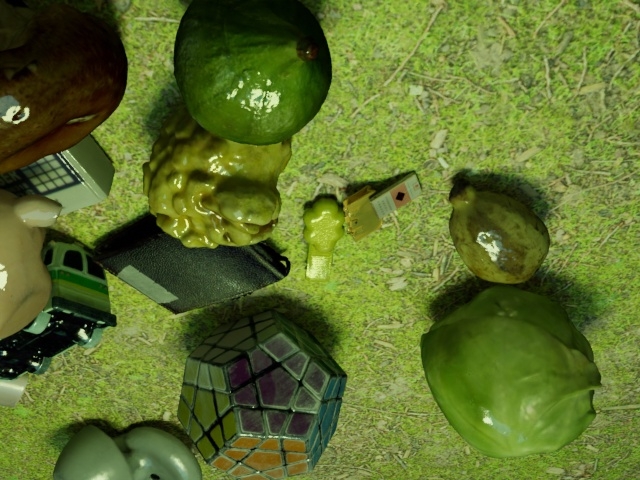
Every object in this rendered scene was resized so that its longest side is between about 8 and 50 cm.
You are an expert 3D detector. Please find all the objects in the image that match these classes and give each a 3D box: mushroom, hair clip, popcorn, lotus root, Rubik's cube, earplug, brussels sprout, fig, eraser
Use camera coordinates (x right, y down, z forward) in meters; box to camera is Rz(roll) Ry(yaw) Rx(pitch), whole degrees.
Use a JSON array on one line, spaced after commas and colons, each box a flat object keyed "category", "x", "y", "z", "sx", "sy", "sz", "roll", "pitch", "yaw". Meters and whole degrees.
[{"category": "mushroom", "x": -0.357, "y": -0.191, "z": 0.881, "sx": 0.267, "sy": 0.254, "sz": 0.267, "roll": -35, "pitch": 158, "yaw": -16}, {"category": "hair clip", "x": 0.000, "y": 0.000, "z": 1.231, "sx": 0.072, "sy": 0.046, "sz": 0.173, "roll": 1, "pitch": 135, "yaw": -10}, {"category": "popcorn", "x": -0.135, "y": -0.088, "z": 1.015, "sx": 0.226, "sy": 0.203, "sz": 0.200, "roll": -25, "pitch": 146, "yaw": -4}, {"category": "lotus root", "x": 0.276, "y": -0.012, "z": 1.185, "sx": 0.214, "sy": 0.138, "sz": 0.138, "roll": 39, "pitch": 124, "yaw": -23}, {"category": "Rubik's cube", "x": -0.106, "y": 0.289, "z": 1.373, "sx": 0.264, "sy": 0.319, "sz": 0.319, "roll": 15, "pitch": 141, "yaw": 18}, {"category": "earplug", "x": -0.430, "y": 0.520, "z": 1.670, "sx": 0.325, "sy": 0.175, "sz": 0.214, "roll": 8, "pitch": 130, "yaw": -13}, {"category": "brussels sprout", "x": 0.334, "y": 0.231, "z": 1.332, "sx": 0.328, "sy": 0.328, "sz": 0.247, "roll": 21, "pitch": 157, "yaw": -24}, {"category": "fig", "x": -0.061, "y": -0.218, "z": 0.835, "sx": 0.203, "sy": 0.203, "sz": 0.235, "roll": 16, "pitch": 167, "yaw": -19}, {"category": "eraser", "x": -0.457, "y": -0.083, "z": 1.085, "sx": 0.279, "sy": 0.081, "sz": 0.124, "roll": -17, "pitch": 135, "yaw": 14}]

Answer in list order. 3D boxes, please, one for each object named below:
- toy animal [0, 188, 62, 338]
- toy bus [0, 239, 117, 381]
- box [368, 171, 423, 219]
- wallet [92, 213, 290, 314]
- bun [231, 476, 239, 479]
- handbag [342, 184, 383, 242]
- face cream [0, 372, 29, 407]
[{"category": "toy animal", "x": -0.458, "y": 0.036, "z": 1.034, "sx": 0.166, "sy": 0.154, "sz": 0.250, "roll": -31, "pitch": 149, "yaw": -37}, {"category": "toy bus", "x": -0.486, "y": 0.123, "z": 1.247, "sx": 0.276, "sy": 0.165, "sz": 0.133, "roll": -27, "pitch": 147, "yaw": 24}, {"category": "box", "x": 0.119, "y": -0.070, "z": 1.166, "sx": 0.083, "sy": 0.012, "sz": 0.046, "roll": -32, "pitch": 134, "yaw": -3}, {"category": "wallet", "x": -0.216, "y": 0.030, "z": 1.244, "sx": 0.262, "sy": 0.071, "sz": 0.221, "roll": -23, "pitch": 139, "yaw": 25}, {"category": "bun", "x": -0.162, "y": 0.492, "z": 1.723, "sx": 0.138, "sy": 0.094, "sz": 0.138, "roll": -30, "pitch": 157, "yaw": -14}, {"category": "handbag", "x": 0.066, "y": -0.044, "z": 1.183, "sx": 0.061, "sy": 0.027, "sz": 0.083, "roll": -31, "pitch": 138, "yaw": -15}, {"category": "face cream", "x": -0.721, "y": 0.265, "z": 1.452, "sx": 0.269, "sy": 0.073, "sz": 0.107, "roll": 21, "pitch": 138, "yaw": -24}]
